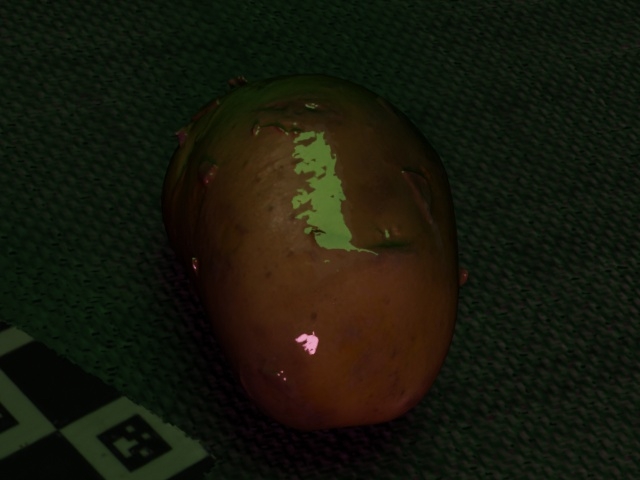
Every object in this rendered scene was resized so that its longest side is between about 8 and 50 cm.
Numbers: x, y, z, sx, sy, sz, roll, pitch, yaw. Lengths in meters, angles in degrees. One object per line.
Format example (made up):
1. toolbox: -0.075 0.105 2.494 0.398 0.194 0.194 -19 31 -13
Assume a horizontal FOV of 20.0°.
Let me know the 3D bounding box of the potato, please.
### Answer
1. potato: 0.000 0.000 0.791 0.137 0.137 0.176 -8 49 -27

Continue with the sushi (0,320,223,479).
1. sushi: -0.191 0.122 0.649 0.193 0.043 0.279 30 43 14
